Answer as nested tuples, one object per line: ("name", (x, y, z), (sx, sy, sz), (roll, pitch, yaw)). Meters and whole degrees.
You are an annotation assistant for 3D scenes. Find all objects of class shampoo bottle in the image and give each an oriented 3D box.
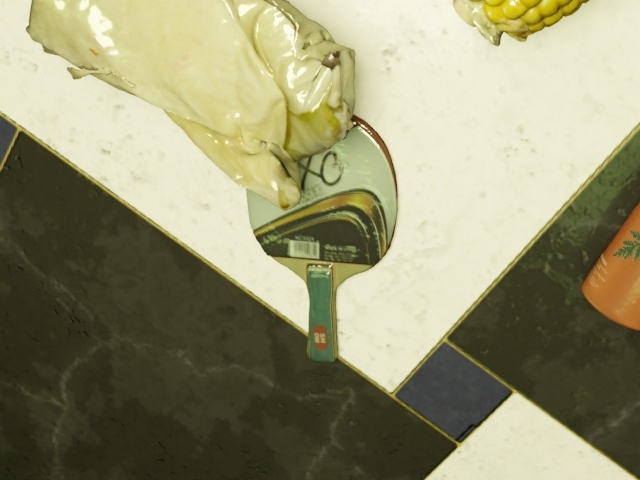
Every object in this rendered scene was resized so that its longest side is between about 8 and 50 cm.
("shampoo bottle", (0.348, -0.028, 0.703), (0.086, 0.085, 0.244), (26, 113, 3))

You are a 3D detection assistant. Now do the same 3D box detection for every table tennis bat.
("table tennis bat", (0.000, 0.000, 0.836), (0.174, 0.022, 0.300), (5, 110, 13))

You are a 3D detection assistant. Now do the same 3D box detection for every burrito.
("burrito", (-0.114, -0.189, 0.726), (0.332, 0.135, 0.190), (33, 116, -1))

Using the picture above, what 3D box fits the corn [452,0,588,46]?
("corn", (0.257, -0.321, 0.582), (0.144, 0.144, 0.387), (44, 111, -5))
